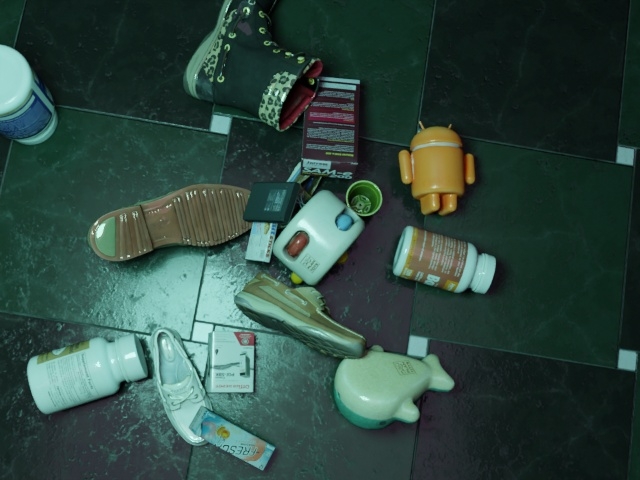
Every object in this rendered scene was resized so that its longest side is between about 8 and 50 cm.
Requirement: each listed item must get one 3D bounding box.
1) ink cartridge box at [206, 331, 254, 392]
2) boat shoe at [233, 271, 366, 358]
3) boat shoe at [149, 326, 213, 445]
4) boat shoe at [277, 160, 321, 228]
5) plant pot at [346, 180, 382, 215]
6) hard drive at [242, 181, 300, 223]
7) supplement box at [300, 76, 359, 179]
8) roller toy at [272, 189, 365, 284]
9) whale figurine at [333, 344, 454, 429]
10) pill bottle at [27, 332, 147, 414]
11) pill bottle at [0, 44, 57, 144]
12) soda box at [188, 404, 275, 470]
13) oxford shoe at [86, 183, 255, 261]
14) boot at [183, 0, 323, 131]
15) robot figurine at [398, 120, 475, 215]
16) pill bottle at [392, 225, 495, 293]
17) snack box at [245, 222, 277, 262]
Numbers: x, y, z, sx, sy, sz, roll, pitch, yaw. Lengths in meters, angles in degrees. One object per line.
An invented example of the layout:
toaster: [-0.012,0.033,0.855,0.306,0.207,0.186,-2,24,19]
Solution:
ink cartridge box: [-0.200,0.272,1.736,0.099,0.056,0.135,3,80,-18]
boat shoe: [-0.037,0.156,1.715,0.324,0.123,0.116,23,68,20]
boat shoe: [-0.312,0.323,1.709,0.098,0.096,0.277,-24,84,-11]
boat shoe: [-0.054,-0.106,1.804,0.066,0.066,0.183,17,76,42]
plant pot: [0.097,-0.090,1.816,0.083,0.079,0.083,1,80,-4]
hard drive: [-0.111,-0.086,1.736,0.135,0.022,0.094,4,71,43]
supplement box: [0.023,-0.265,1.813,0.130,0.073,0.240,5,62,-2]
roller toy: [0.000,0.000,1.737,0.146,0.191,0.209,42,80,3]
whale figurine: [0.158,0.331,1.729,0.271,0.141,0.216,-7,41,-25]
pill bottle: [-0.501,0.282,1.687,0.229,0.131,0.131,-17,82,-6]
pill bottle: [-0.677,-0.310,1.713,0.153,0.265,0.153,1,79,-3]
soda box: [-0.191,0.428,1.685,0.183,0.063,0.058,33,79,-20]
oxford shoe: [-0.333,-0.051,1.756,0.396,0.146,0.141,-10,98,-26]
boot: [-0.116,-0.448,1.793,0.284,0.138,0.377,30,83,24]
robot figurine: [0.275,-0.170,1.818,0.158,0.128,0.220,-5,80,23]
pill bottle: [0.283,0.050,1.781,0.216,0.121,0.121,16,79,0]
snack box: [-0.126,-0.040,1.773,0.022,0.064,0.178,19,80,-46]
